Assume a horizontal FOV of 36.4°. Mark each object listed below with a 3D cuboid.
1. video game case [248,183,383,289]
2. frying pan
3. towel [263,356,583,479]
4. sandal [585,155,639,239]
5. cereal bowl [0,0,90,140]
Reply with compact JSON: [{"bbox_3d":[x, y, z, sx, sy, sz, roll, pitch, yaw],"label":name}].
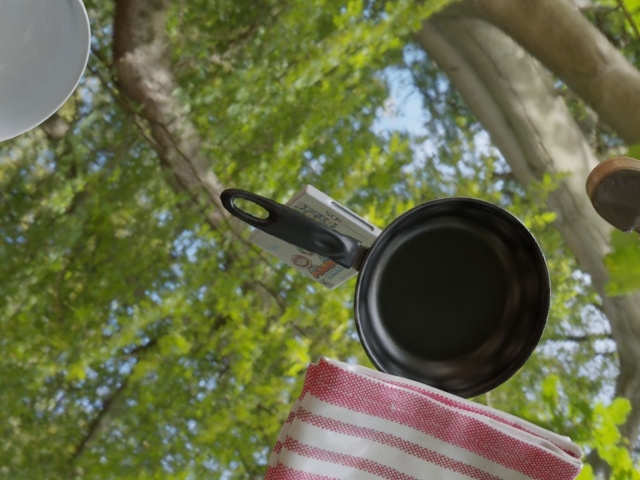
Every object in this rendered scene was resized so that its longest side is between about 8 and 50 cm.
[{"bbox_3d":[0.000,0.000,1.296,0.157,0.143,0.019,-37,-152,50],"label":"video game case"},{"bbox_3d":[0.062,0.053,0.920,0.053,0.326,0.197,-148,-119,-77],"label":"frying pan"},{"bbox_3d":[0.029,0.165,0.462,0.029,0.144,0.197,-147,-103,-77],"label":"towel"},{"bbox_3d":[0.339,-0.021,0.930,0.088,0.240,0.079,-45,-152,26],"label":"sandal"},{"bbox_3d":[-0.533,-0.318,1.479,0.339,0.339,0.141,-40,-127,4],"label":"cereal bowl"}]
